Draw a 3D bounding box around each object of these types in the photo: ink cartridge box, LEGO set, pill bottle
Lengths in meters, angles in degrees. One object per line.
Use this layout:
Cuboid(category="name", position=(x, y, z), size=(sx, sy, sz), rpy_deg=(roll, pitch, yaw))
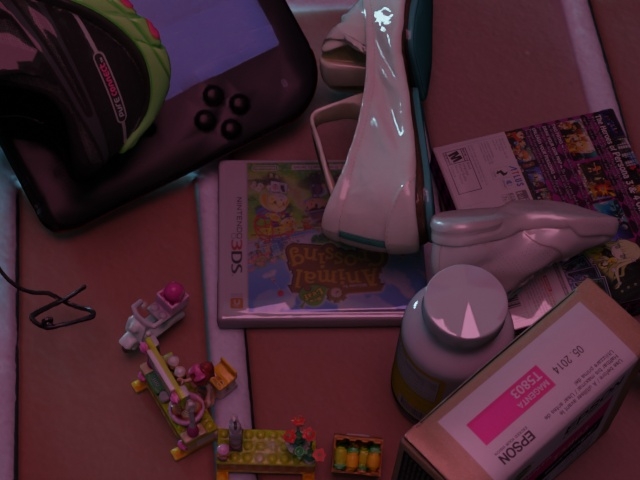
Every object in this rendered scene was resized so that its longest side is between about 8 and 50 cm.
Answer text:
Cuboid(category="ink cartridge box", position=(0.173, 0.170, 1.207), size=(0.234, 0.193, 0.088), rpy_deg=(-37, 68, -21))
Cuboid(category="LEGO set", position=(-0.077, 0.149, 1.256), size=(0.287, 0.107, 0.132), rpy_deg=(33, 63, 16))
Cuboid(category="pill bottle", position=(0.123, 0.098, 1.252), size=(0.103, 0.184, 0.103), rpy_deg=(1, 60, -2))

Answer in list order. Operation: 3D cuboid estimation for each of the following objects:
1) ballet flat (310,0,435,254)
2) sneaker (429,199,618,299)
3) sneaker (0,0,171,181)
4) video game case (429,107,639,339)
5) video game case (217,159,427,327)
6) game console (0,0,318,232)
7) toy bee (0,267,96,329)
Cuboid(category="ballet flat", position=(0.055, -0.157, 1.422), size=(0.139, 0.139, 0.400), rpy_deg=(4, 53, -1))
Cuboid(category="sneaker", position=(0.197, 0.013, 1.329), size=(0.212, 0.094, 0.080), rpy_deg=(-5, 15, -26))
Cuboid(category="sneaker", position=(-0.383, -0.206, 1.278), size=(0.483, 0.185, 0.202), rpy_deg=(24, 71, -5))
Cuboid(category="video game case", position=(0.248, -0.018, 1.409), size=(0.210, 0.042, 0.232), rpy_deg=(-14, 61, -9))
Cuboid(category="video game case", position=(0.000, 0.000, 1.398), size=(0.212, 0.023, 0.193), rpy_deg=(0, 59, -3))
Cuboid(category="game console", position=(-0.219, -0.244, 1.432), size=(0.342, 0.060, 0.386), rpy_deg=(-27, 87, -19))
Cuboid(category="toy bee", position=(-0.380, -0.003, 1.302), size=(0.298, 0.162, 0.195), rpy_deg=(-7, 15, -16))
